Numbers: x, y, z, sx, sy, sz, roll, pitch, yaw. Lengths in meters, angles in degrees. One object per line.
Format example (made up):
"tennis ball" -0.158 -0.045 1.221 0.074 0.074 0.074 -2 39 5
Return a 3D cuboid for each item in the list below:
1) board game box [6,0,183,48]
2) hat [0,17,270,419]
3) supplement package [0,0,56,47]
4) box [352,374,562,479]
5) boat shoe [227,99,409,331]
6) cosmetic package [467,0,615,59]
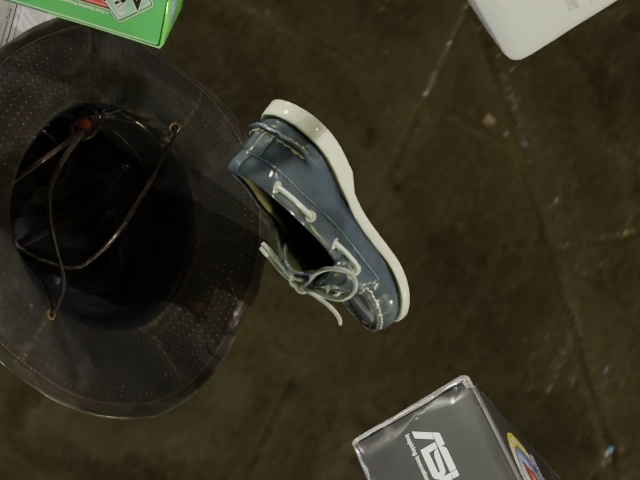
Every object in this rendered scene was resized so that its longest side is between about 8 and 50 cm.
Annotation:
"board game box" -0.198 -0.226 0.702 0.317 0.046 0.213 17 130 0
"hat" -0.201 -0.013 1.296 0.134 0.331 0.331 -4 109 44
"supplement package" -0.341 -0.178 1.380 0.194 0.149 0.203 -14 137 18
"box" 0.123 0.213 0.666 0.060 0.216 0.270 -30 55 8
"boat shoe" 0.000 0.000 1.256 0.095 0.079 0.254 28 157 34
"cosmetic package" 0.167 -0.373 0.895 0.393 0.329 0.327 -32 71 8
